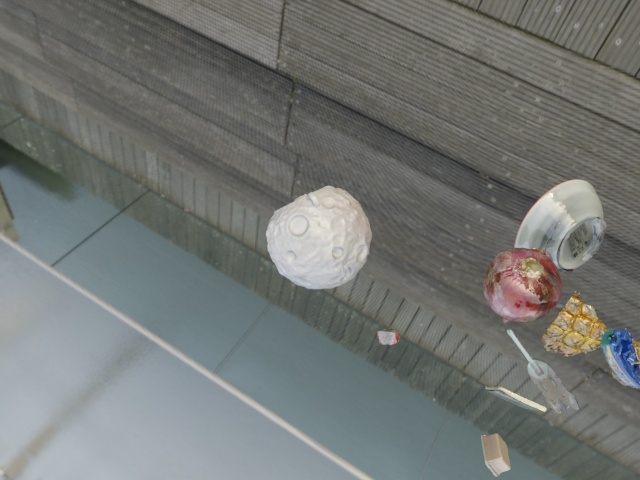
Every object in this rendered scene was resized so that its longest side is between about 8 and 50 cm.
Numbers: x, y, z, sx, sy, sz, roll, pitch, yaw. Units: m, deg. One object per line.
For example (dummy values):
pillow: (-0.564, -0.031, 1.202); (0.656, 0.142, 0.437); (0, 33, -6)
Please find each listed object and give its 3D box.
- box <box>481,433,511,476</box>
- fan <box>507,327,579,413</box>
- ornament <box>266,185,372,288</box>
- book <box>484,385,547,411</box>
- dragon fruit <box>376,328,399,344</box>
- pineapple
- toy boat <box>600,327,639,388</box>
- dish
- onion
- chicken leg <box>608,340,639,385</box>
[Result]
box: (0.599, 0.726, 1.807); (0.062, 0.122, 0.089); (-28, 115, 23)
fan: (0.513, 0.303, 1.250); (0.227, 0.008, 0.152); (58, 170, 22)
ornament: (0.000, 0.000, 1.678); (0.336, 0.337, 0.337); (22, 138, 21)
book: (0.656, 0.539, 1.803); (0.157, 0.026, 0.231); (24, 169, 12)
dragon fruit: (0.260, 0.364, 2.000); (0.083, 0.060, 0.056); (-5, 91, 27)
pineapple: (0.766, 0.296, 1.603); (0.158, 0.161, 0.334); (36, 168, 22)
toy boat: (0.696, 0.268, 1.144); (0.175, 0.091, 0.110); (53, 144, -14)
dish: (0.590, -0.008, 1.255); (0.085, 0.260, 0.260); (47, 158, 52)
onion: (0.417, 0.111, 1.125); (0.159, 0.159, 0.195); (26, 141, 16)
chicken leg: (0.831, 0.316, 1.358); (0.087, 0.251, 0.107); (51, 123, 52)
